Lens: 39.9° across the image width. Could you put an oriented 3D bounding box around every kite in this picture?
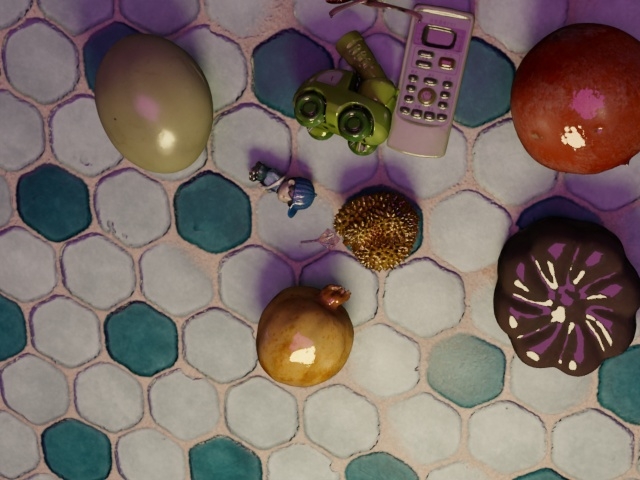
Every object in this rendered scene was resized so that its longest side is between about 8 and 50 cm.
[{"bbox_3d":[0.003,0.006,1.809,0.078,0.002,0.044,-27,99,13],"label":"kite"}]

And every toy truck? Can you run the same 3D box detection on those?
[{"bbox_3d":[0.064,-0.267,1.661,0.187,0.148,0.210,39,90,16],"label":"toy truck"}]

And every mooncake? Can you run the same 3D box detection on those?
[{"bbox_3d":[0.468,0.110,1.687,0.306,0.154,0.306,2,103,11],"label":"mooncake"}]

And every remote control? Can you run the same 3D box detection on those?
[{"bbox_3d":[0.208,-0.300,1.680,0.123,0.038,0.285,14,106,5],"label":"remote control"}]

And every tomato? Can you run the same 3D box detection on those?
[{"bbox_3d":[0.457,-0.251,1.532,0.265,0.265,0.264,2,104,8],"label":"tomato"}]

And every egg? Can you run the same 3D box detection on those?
[{"bbox_3d":[-0.315,-0.261,1.683,0.219,0.219,0.269,-15,105,12],"label":"egg"}]

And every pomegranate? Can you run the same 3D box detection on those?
[{"bbox_3d":[-0.035,0.189,1.758,0.207,0.207,0.207,2,104,8],"label":"pomegranate"}]

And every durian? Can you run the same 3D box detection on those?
[{"bbox_3d":[0.116,-0.018,1.724,0.168,0.137,0.158,-21,120,0],"label":"durian"}]

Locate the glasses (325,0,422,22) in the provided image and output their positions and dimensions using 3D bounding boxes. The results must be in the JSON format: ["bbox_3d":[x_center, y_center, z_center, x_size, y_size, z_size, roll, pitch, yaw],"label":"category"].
[{"bbox_3d":[0.111,-0.483,1.624,0.255,0.095,0.162,-2,63,12],"label":"glasses"}]

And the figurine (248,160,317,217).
[{"bbox_3d":[-0.072,-0.111,1.766,0.136,0.077,0.079,43,72,12],"label":"figurine"}]
